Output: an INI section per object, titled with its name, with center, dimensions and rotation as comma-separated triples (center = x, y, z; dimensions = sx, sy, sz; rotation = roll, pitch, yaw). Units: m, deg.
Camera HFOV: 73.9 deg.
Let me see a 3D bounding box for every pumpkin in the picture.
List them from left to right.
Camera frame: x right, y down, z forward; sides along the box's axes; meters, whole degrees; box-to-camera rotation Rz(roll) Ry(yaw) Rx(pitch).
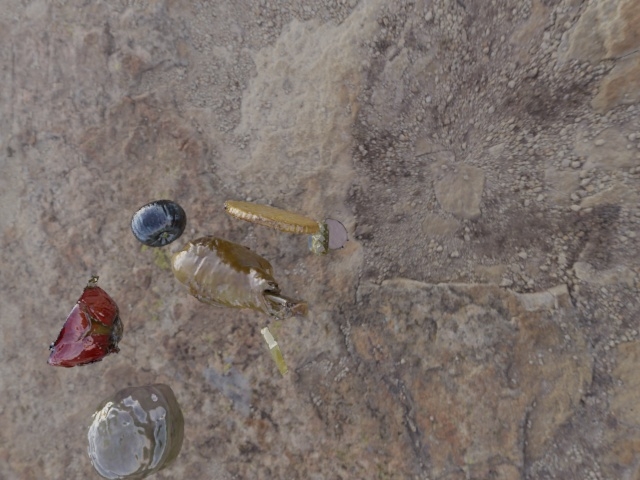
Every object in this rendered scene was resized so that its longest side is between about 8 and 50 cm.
[pumpkin]
center = -0.696, -0.076, 1.841
dimensions = 0.233, 0.233, 0.163
rotation = -39, 69, 20

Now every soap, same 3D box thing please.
[soap]
center = -0.179, 0.438, 1.679
dimensions = 0.037, 0.252, 0.092
rotation = -29, 52, -15

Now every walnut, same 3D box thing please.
[walnut]
center = -0.477, 0.502, 1.112
dimensions = 0.248, 0.248, 0.249
rotation = 3, 100, 17

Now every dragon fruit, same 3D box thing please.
[dragon fruit]
center = -0.584, 0.237, 1.111
dimensions = 0.148, 0.224, 0.218
rotation = 26, 136, -17

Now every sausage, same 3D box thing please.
[sausage]
center = 0.017, 0.002, 1.746
dimensions = 0.125, 0.317, 0.117
rotation = 37, 74, -5

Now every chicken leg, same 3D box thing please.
[chicken leg]
center = -0.190, 0.106, 1.173
dimensions = 0.409, 0.295, 0.182
rotation = 18, 96, 26

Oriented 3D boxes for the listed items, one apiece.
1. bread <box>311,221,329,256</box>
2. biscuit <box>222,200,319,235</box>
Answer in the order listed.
[bread]
center = 0.000, 0.000, 1.396
dimensions = 0.060, 0.066, 0.111
rotation = -3, 73, 9
[biscuit]
center = -0.123, -0.057, 1.096
dimensions = 0.253, 0.254, 0.035
rotation = 16, 99, 14
